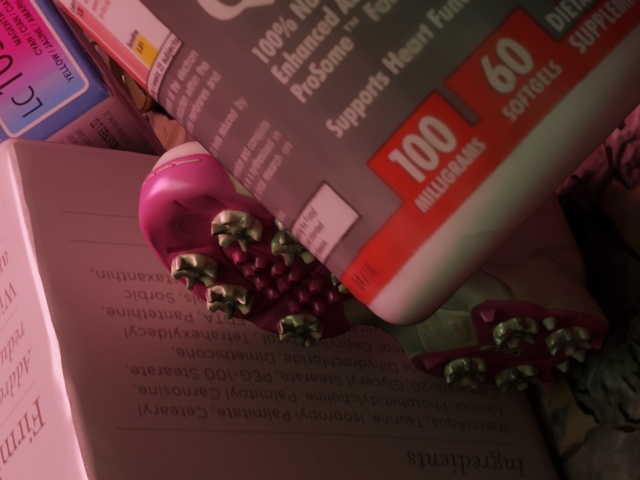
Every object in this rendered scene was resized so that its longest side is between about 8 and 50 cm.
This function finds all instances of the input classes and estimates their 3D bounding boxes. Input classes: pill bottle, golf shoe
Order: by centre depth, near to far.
[{"bbox_3d":[-0.018,-0.152,0.931,0.363,0.210,0.210,44,131,3],"label":"pill bottle"},{"bbox_3d":[0.028,-0.012,1.094,0.115,0.306,0.140,-31,52,40],"label":"golf shoe"}]

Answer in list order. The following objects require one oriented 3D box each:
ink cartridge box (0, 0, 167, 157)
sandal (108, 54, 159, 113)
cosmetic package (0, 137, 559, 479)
[{"bbox_3d":[-0.306,-0.008,1.280,0.151,0.395,0.270,54,178,12],"label":"ink cartridge box"},{"bbox_3d":[-0.144,-0.217,1.631,0.090,0.060,0.219,-8,91,62],"label":"sandal"},{"bbox_3d":[-0.071,0.200,1.180,0.329,0.327,0.394,-51,45,39],"label":"cosmetic package"}]
